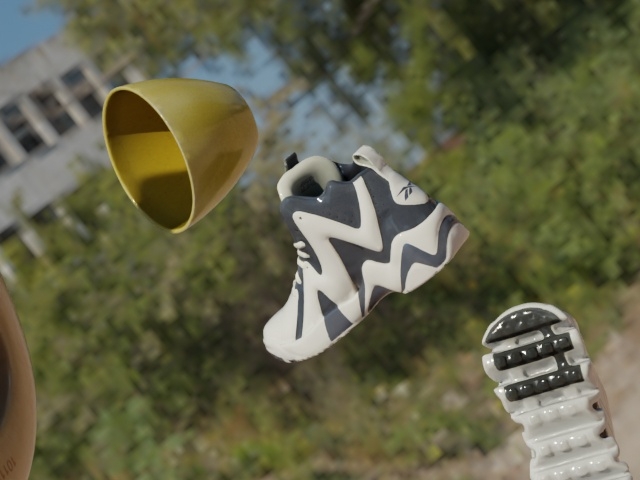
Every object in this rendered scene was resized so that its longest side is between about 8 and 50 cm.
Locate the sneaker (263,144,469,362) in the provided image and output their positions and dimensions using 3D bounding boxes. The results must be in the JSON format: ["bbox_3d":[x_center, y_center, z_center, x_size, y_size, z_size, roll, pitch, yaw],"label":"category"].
[{"bbox_3d":[0.000,0.000,1.707,0.235,0.153,0.094,-34,9,44],"label":"sneaker"}]

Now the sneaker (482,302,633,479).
[{"bbox_3d":[0.227,0.193,1.736,0.110,0.292,0.118,-11,0,17],"label":"sneaker"}]

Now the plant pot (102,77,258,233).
[{"bbox_3d":[-0.110,-0.085,1.682,0.095,0.134,0.134,-26,-7,-29],"label":"plant pot"}]

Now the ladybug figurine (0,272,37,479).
[{"bbox_3d":[-0.430,0.088,1.799,0.162,0.449,0.305,-7,28,35],"label":"ladybug figurine"}]
